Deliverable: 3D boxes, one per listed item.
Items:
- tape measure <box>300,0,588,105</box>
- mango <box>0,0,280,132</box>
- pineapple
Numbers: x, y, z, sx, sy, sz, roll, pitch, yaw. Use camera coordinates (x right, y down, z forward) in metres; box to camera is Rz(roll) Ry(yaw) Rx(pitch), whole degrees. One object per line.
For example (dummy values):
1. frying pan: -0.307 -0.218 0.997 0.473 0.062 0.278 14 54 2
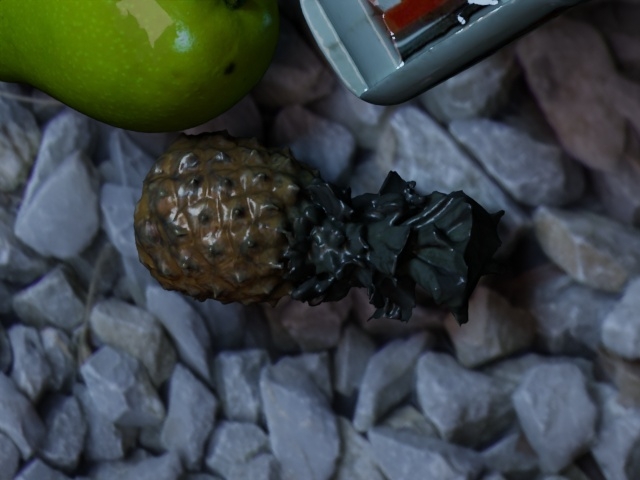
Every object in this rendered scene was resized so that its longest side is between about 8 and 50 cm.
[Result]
1. tape measure: 0.103 -0.180 1.082 0.246 0.243 0.125 -27 91 33
2. mango: -0.156 -0.165 1.302 0.293 0.143 0.175 10 117 38
3. pineapple: 0.000 -0.001 1.278 0.248 0.128 0.128 12 112 22
